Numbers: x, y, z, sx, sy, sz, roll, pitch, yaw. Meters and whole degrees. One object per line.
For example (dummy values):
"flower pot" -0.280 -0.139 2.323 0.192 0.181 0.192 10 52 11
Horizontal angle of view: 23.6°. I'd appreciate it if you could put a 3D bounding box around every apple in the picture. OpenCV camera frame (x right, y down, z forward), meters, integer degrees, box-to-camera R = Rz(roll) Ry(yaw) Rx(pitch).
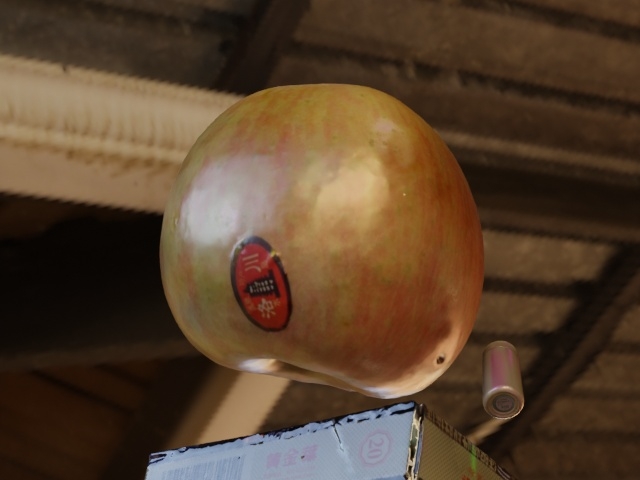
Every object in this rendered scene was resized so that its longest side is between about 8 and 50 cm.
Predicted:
"apple" 0.000 0.000 1.809 0.392 0.346 0.391 10 -14 3

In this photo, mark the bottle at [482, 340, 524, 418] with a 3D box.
"bottle" 0.200 0.153 1.694 0.045 0.096 0.045 1 -59 2

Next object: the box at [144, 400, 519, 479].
"box" 0.011 0.244 1.365 0.310 0.084 0.198 -16 -41 34
